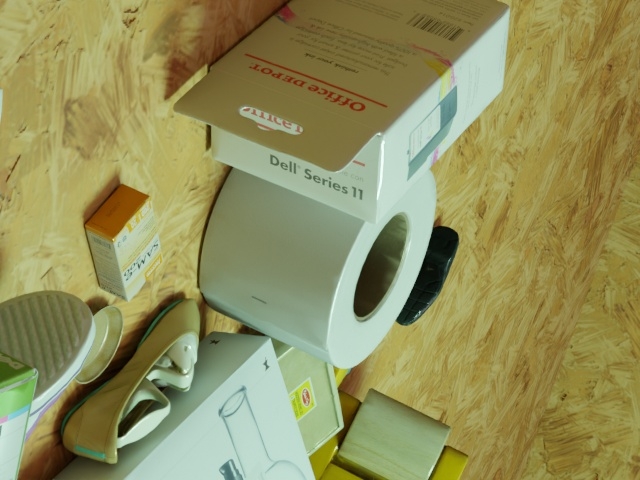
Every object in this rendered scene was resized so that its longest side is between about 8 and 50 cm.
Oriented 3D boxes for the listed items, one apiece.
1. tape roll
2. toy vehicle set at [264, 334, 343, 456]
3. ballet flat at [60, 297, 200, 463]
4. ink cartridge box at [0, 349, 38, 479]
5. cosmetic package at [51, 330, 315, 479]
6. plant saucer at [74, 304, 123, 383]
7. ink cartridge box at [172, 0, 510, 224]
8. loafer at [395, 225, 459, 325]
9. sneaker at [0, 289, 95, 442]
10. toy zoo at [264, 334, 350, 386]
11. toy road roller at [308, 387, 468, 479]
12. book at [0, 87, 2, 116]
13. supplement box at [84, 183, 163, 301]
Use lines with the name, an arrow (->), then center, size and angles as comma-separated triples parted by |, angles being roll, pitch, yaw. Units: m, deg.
tape roll -> 0.000, 0.000, 1.800 | 0.246, 0.169, 0.246 | -49, 153, -36
toy vehicle set -> -0.054, 0.209, 1.998 | 0.166, 0.035, 0.267 | -38, 149, -19
ballet flat -> -0.174, 0.150, 1.671 | 0.232, 0.073, 0.080 | -49, 153, -39
ink cartridge box -> -0.297, 0.068, 1.138 | 0.097, 0.188, 0.255 | -22, 131, -60
cosmetic package -> -0.151, 0.316, 1.730 | 0.377, 0.097, 0.284 | -44, 124, -43
plant saucer -> -0.224, 0.100, 1.583 | 0.083, 0.015, 0.083 | -49, 152, -38
ink cartridge box -> 0.025, -0.147, 1.657 | 0.353, 0.207, 0.119 | -45, 149, -42
loafer -> 0.158, 0.061, 2.387 | 0.170, 0.062, 0.061 | -56, 161, -23
sneaker -> -0.296, 0.173, 1.390 | 0.282, 0.102, 0.161 | -46, 156, -21
toy zoo -> 0.003, 0.126, 2.124 | 0.192, 0.030, 0.293 | -61, 158, -15
toy road roller -> 0.054, 0.386, 2.289 | 0.330, 0.202, 0.240 | -63, 175, -6
book -> -0.300, -0.069, 1.217 | 0.144, 0.035, 0.096 | -17, 123, -61
supplement box -> -0.186, 0.003, 1.543 | 0.062, 0.036, 0.098 | -53, 155, -31
